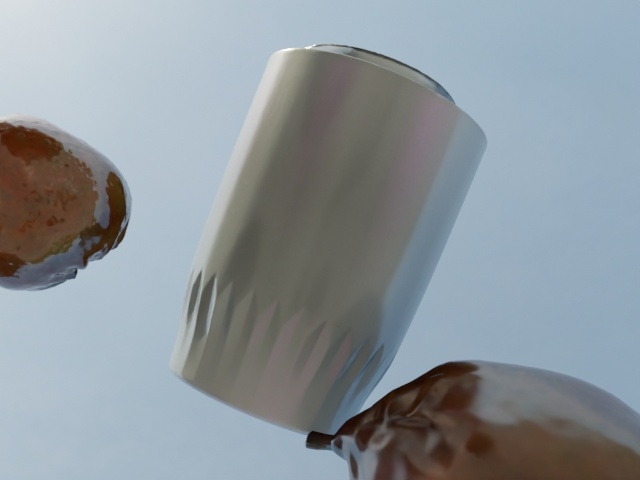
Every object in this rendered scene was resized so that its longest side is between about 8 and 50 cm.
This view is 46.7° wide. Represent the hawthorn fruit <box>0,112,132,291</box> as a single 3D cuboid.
[{"bbox_3d":[-0.254,-0.034,0.613,0.189,0.149,0.149,27,-98,-16],"label":"hawthorn fruit"}]

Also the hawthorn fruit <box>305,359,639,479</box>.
[{"bbox_3d":[0.179,0.246,0.623,0.308,0.308,0.325,-31,-98,1],"label":"hawthorn fruit"}]

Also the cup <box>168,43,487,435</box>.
[{"bbox_3d":[0.000,0.000,0.795,0.253,0.253,0.372,22,-95,12],"label":"cup"}]
